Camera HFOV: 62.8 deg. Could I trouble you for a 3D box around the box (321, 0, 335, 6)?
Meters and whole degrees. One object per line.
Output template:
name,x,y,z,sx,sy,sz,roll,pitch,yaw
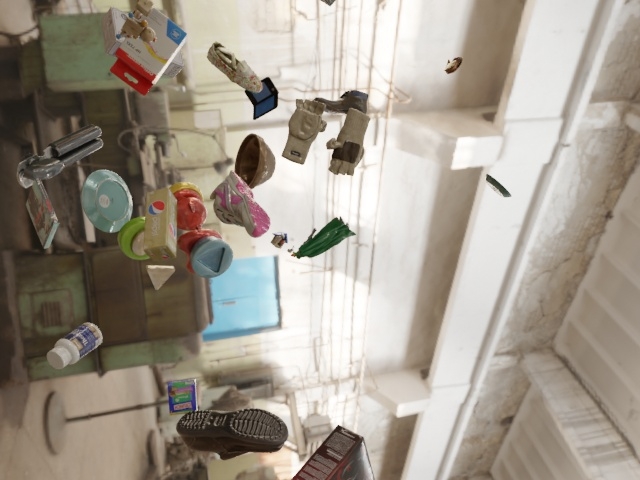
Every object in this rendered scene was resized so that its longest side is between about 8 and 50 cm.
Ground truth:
box,-0.048,-0.908,1.774,0.175,0.051,0.220,42,7,23

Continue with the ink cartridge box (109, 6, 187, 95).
ink cartridge box,-0.529,-0.577,1.606,0.231,0.134,0.078,-55,-163,-1

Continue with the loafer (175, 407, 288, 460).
loafer,-0.270,0.617,1.658,0.134,0.366,0.130,-56,142,-61

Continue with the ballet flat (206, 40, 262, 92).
ballet flat,-0.295,-0.596,1.794,0.241,0.091,0.077,36,-39,10

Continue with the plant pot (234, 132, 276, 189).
plant pot,-0.259,-0.317,2.170,0.237,0.109,0.237,-16,-110,54

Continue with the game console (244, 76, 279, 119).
game console,-0.255,-0.608,2.245,0.124,0.144,0.085,56,33,-22

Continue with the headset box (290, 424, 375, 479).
headset box,0.028,0.759,1.612,0.110,0.293,0.218,11,-54,40

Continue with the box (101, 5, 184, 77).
box,-0.686,-0.763,2.038,0.087,0.290,0.169,-30,-114,37

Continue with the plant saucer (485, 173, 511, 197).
plant saucer,0.619,-0.187,1.841,0.119,0.021,0.119,42,10,-9

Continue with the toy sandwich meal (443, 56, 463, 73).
toy sandwich meal,0.498,-0.662,1.973,0.085,0.029,0.085,-37,-147,29

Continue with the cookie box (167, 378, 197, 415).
cookie box,-0.462,0.526,1.762,0.040,0.092,0.107,136,-51,-81

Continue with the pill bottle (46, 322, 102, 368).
pill bottle,-0.589,0.254,1.256,0.120,0.067,0.067,-47,138,-60

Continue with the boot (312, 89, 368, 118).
boot,0.073,-0.488,1.827,0.082,0.219,0.106,20,-84,57

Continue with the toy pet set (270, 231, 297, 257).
toy pet set,-0.132,0.005,2.045,0.114,0.065,0.122,13,-24,46

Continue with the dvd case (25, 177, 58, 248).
dvd case,-0.576,-0.056,1.084,0.087,0.013,0.119,-46,-113,37

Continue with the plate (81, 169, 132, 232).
plate,-0.622,-0.117,1.552,0.188,0.024,0.188,-5,90,-65

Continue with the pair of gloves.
pair of gloves,0.018,-0.302,1.541,0.042,0.240,0.204,161,-58,-79

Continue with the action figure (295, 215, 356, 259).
action figure,0.000,0.000,1.912,0.137,0.232,0.063,42,21,-42

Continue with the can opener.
can opener,-0.664,-0.216,1.359,0.280,0.093,0.074,-59,166,-51

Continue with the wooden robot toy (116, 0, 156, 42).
wooden robot toy,-0.421,-0.515,1.255,0.173,0.079,0.076,-21,-139,49

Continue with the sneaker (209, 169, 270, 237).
sneaker,-0.219,-0.077,1.398,0.103,0.111,0.252,46,6,-44

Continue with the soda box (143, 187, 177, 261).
soda box,-0.398,-0.041,1.307,0.058,0.061,0.181,72,7,-56

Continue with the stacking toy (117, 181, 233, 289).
stacking toy,-0.410,0.023,1.524,0.130,0.279,0.309,44,-18,48
